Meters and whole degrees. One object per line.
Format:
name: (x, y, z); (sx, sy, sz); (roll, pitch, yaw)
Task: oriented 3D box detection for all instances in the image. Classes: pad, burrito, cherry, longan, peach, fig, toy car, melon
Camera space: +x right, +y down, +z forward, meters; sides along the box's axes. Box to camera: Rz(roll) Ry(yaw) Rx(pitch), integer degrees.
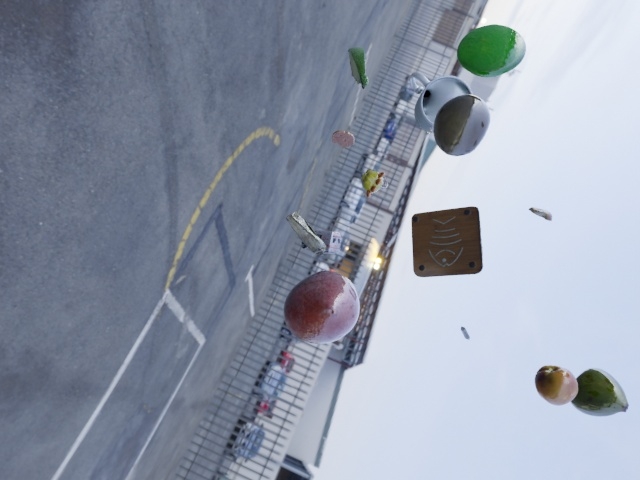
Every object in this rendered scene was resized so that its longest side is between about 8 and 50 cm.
pad: (0.519, 0.008, 1.852); (0.018, 0.287, 0.283); (21, 66, -58)
burrito: (-0.047, -0.023, 1.565); (0.058, 0.188, 0.045); (-42, 175, 34)
cherry: (0.014, 0.208, 1.315); (0.239, 0.240, 0.205); (-63, 142, -47)
longan: (0.431, -0.352, 1.364); (0.189, 0.189, 0.189); (24, 90, -87)
peach: (0.831, 0.514, 1.583); (0.138, 0.138, 0.138); (24, 90, -87)
fig: (1.170, 0.653, 1.869); (0.225, 0.203, 0.202); (35, -77, 61)
toy car: (0.000, 0.000, 2.141); (0.090, 0.210, 0.108); (2, 96, -46)
melon: (0.131, -0.613, 1.602); (0.261, 0.053, 0.113); (-96, -165, -47)

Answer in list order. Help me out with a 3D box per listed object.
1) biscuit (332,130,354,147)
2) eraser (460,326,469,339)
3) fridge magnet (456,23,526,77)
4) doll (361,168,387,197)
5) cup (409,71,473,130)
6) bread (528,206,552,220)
biscuit: (0.130, -0.576, 2.529); (0.102, 0.131, 0.019); (113, -9, -48)
eraser: (0.773, 0.494, 2.382); (0.027, 0.099, 0.019); (11, -125, 49)
fridge magnet: (0.544, -0.603, 1.427); (0.207, 0.208, 0.088); (-65, 158, -19)
doll: (0.264, -0.284, 2.214); (0.142, 0.136, 0.221); (-54, -170, 12)
cup: (0.591, -0.726, 2.329); (0.259, 0.356, 0.274); (-44, 180, 4)
bread: (1.218, -0.151, 2.461); (0.129, 0.126, 0.044); (-44, 155, -67)
